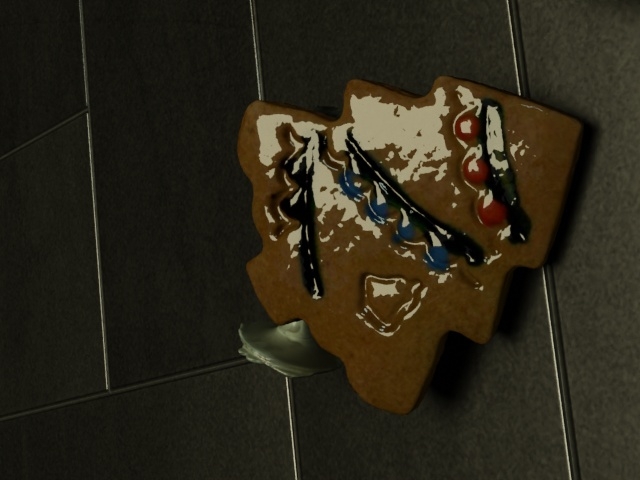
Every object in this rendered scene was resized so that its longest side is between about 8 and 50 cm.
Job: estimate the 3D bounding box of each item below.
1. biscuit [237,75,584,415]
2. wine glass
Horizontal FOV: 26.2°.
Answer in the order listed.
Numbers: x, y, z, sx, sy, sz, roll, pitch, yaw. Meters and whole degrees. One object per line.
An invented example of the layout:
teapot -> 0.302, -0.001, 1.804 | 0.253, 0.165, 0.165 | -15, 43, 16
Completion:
biscuit -> 0.067, -0.025, 1.069 | 0.301, 0.043, 0.278 | -33, 84, 25
wine glass -> 0.000, 0.000, 1.183 | 0.103, 0.103, 0.222 | 34, 114, 47
